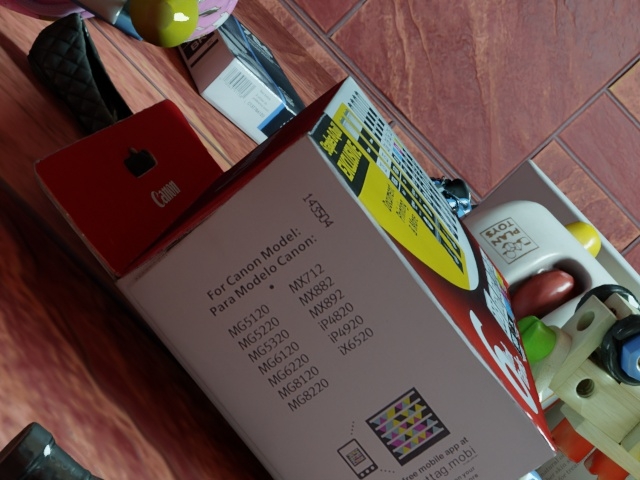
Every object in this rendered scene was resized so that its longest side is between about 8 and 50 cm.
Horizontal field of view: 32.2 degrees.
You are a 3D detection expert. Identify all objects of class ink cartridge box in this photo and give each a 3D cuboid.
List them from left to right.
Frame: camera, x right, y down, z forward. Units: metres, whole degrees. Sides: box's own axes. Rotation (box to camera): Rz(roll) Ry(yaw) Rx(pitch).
[{"bbox_3d":[-0.109,-0.223,1.368,0.165,0.065,0.332,38,13,-36],"label":"ink cartridge box"},{"bbox_3d":[-0.001,0.001,0.678,0.272,0.130,0.309,52,12,-8],"label":"ink cartridge box"}]

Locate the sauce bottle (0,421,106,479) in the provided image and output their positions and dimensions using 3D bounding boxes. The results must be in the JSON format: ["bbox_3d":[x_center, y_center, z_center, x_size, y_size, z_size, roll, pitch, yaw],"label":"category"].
[{"bbox_3d":[-0.058,0.113,0.375,0.128,0.042,0.042,46,10,-10],"label":"sauce bottle"}]

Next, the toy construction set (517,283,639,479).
[{"bbox_3d":[0.202,0.164,0.792,0.328,0.215,0.151,34,12,-33],"label":"toy construction set"}]

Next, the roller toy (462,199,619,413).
[{"bbox_3d":[0.148,0.065,0.930,0.146,0.209,0.191,51,18,24],"label":"roller toy"}]

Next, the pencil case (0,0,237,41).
[{"bbox_3d":[-0.167,-0.256,0.965,0.167,0.160,0.386,15,9,4],"label":"pencil case"}]

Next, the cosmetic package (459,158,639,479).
[{"bbox_3d":[0.250,0.122,1.087,0.156,0.217,0.385,38,16,-39],"label":"cosmetic package"}]

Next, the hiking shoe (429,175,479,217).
[{"bbox_3d":[0.117,-0.045,1.393,0.304,0.132,0.113,31,18,-54],"label":"hiking shoe"}]

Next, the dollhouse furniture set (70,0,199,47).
[{"bbox_3d":[-0.144,-0.296,0.636,0.303,0.286,0.198,33,13,-9],"label":"dollhouse furniture set"}]

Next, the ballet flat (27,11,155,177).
[{"bbox_3d":[-0.138,-0.086,0.776,0.173,0.049,0.057,48,10,3],"label":"ballet flat"}]
